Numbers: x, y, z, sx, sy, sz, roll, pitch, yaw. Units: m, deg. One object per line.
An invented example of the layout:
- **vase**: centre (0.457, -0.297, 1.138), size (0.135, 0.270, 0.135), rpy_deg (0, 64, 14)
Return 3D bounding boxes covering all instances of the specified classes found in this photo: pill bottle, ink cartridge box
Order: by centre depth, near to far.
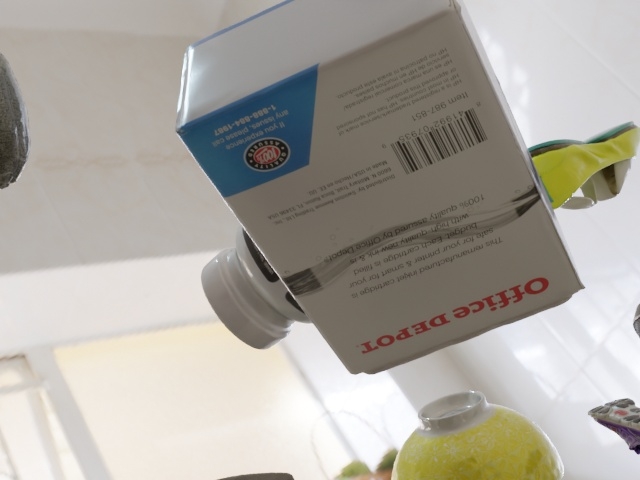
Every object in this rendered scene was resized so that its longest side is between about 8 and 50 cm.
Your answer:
- **ink cartridge box**: centre (0.056, -0.055, 0.851), size (0.223, 0.129, 0.307), rpy_deg (-22, -52, 14)
- **pill bottle**: centre (0.000, 0.000, 1.229), size (0.278, 0.162, 0.162), rpy_deg (-38, -31, 19)

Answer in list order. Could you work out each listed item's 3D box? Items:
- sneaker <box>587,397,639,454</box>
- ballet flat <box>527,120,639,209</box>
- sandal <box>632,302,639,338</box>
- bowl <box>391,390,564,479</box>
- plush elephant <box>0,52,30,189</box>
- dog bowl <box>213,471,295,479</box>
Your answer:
- **sneaker**: centre (0.466, 0.288, 1.570), size (0.068, 0.071, 0.170), rpy_deg (-17, 7, -11)
- **ballet flat**: centre (0.286, -0.075, 1.102), size (0.077, 0.077, 0.231), rpy_deg (-24, -6, 40)
- **sandal**: centre (0.397, 0.091, 1.145), size (0.254, 0.097, 0.055), rpy_deg (57, -129, -70)
- **bowl**: centre (0.237, 0.340, 1.691), size (0.289, 0.156, 0.289), rpy_deg (-19, 6, 2)
- **plush elephant**: centre (-0.337, -0.157, 0.761), size (0.271, 0.255, 0.330), rpy_deg (13, -35, -33)
- **dog bowl**: centre (-0.024, 0.416, 1.392), size (0.348, 0.348, 0.102), rpy_deg (-1, -82, -43)
